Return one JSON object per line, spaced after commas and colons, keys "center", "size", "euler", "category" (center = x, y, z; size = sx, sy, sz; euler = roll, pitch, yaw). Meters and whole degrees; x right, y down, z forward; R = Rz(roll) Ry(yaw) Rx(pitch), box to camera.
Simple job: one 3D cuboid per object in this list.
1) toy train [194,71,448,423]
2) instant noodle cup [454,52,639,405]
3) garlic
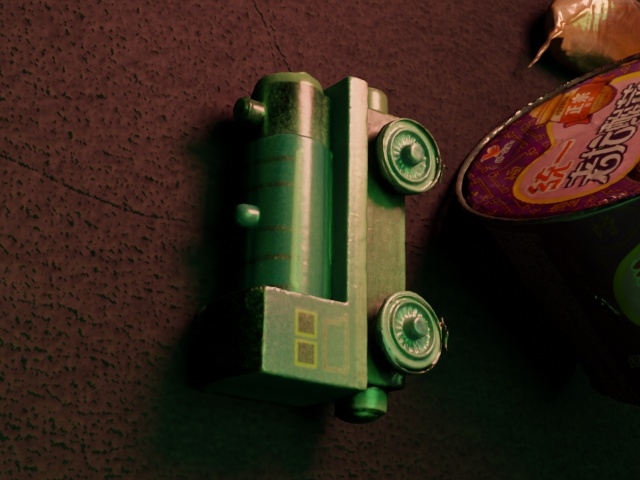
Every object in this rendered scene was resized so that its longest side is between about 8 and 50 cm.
{"center": [0.000, 0.000, 1.026], "size": [0.194, 0.120, 0.298], "euler": [14, 67, -34], "category": "toy train"}
{"center": [0.340, -0.008, 1.212], "size": [0.340, 0.340, 0.266], "euler": [-47, 117, -41], "category": "instant noodle cup"}
{"center": [0.314, -0.231, 1.410], "size": [0.198, 0.090, 0.128], "euler": [17, 78, -43], "category": "garlic"}
